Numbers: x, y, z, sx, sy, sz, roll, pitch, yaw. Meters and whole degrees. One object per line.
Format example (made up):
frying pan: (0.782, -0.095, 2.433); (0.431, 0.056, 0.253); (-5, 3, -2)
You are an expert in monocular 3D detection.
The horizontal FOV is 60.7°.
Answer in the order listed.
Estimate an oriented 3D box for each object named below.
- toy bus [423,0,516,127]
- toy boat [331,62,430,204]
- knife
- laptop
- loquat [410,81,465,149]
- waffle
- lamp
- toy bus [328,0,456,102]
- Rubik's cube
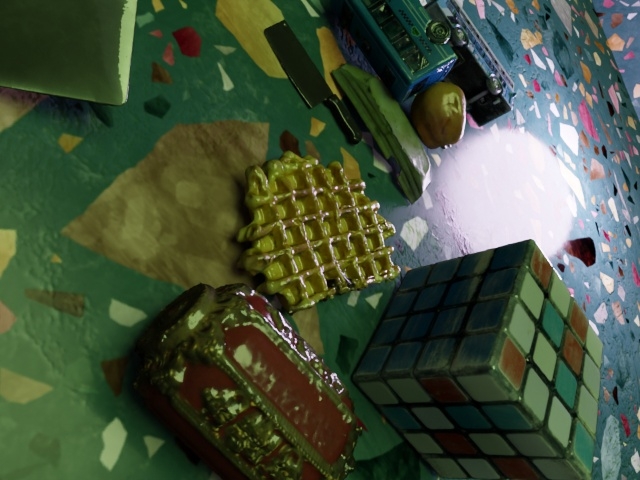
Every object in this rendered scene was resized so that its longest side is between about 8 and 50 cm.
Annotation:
toy bus: (0.324, -0.413, 1.245); (0.297, 0.106, 0.131); (46, 45, -20)
toy boat: (0.125, -0.206, 1.014); (0.293, 0.055, 0.093); (56, 44, -13)
knife: (-0.012, -0.261, 0.936); (0.245, 0.019, 0.072); (54, 51, -11)
laptop: (-0.293, -0.289, 0.588); (0.187, 0.015, 0.269); (6, 86, -18)
loquat: (0.239, -0.249, 1.094); (0.113, 0.137, 0.137); (-10, 80, -9)
waffle: (-0.001, 0.000, 0.817); (0.309, 0.065, 0.283); (36, 51, -25)
lamp: (-0.075, 0.174, 0.613); (0.274, 0.177, 0.177); (50, 48, -15)
toy bus: (0.131, -0.388, 1.005); (0.134, 0.113, 0.246); (-34, 87, -7)
Rubik's cube: (0.252, 0.189, 0.847); (0.253, 0.256, 0.259); (51, 48, -17)
